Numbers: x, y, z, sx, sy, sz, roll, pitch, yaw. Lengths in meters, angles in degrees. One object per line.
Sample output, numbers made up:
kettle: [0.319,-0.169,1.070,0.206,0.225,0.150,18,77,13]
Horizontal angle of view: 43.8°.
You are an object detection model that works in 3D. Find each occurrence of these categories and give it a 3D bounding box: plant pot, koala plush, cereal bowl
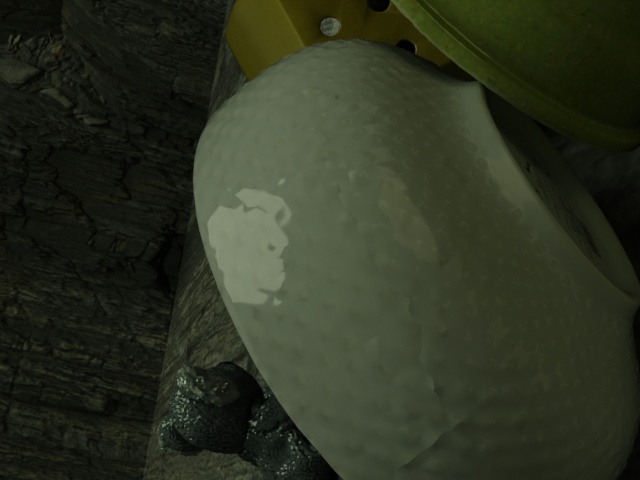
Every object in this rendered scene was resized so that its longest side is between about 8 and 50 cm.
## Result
plant pot: [0.187,-0.240,0.486,0.254,0.276,0.276,-49,30,35]
koala plush: [-0.095,0.227,1.036,0.196,0.221,0.203,121,155,-44]
cereal bowl: [0.091,0.005,0.496,0.141,0.339,0.339,-38,35,25]
plant pot: [0.043,-0.179,0.721,0.212,0.212,0.187,62,176,5]

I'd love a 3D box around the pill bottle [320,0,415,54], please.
pill bottle: [0.068,-0.243,0.914,0.176,0.176,0.319,167,110,-71]
